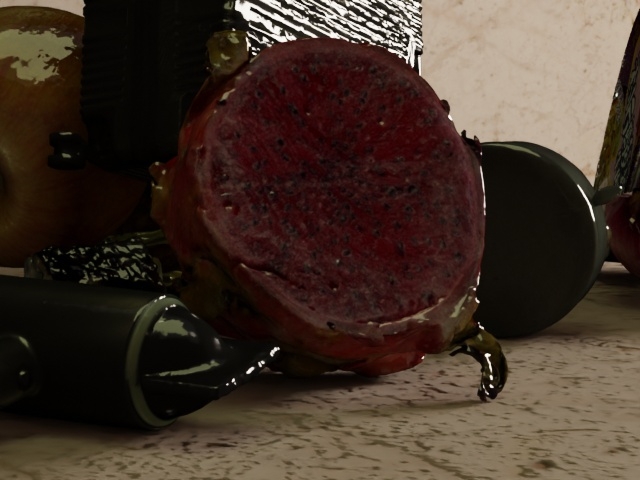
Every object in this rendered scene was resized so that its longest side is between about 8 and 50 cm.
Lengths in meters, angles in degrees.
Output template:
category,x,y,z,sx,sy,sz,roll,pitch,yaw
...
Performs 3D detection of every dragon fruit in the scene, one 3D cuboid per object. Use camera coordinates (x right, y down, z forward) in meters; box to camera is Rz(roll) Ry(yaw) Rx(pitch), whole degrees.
category,x,y,z,sx,sy,sz,roll,pitch,yaw
dragon fruit,0.000,0.000,0.908,0.211,0.282,0.147,-38,-1,-26

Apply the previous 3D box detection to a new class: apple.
category,x,y,z,sx,sy,sz,roll,pitch,yaw
apple,-0.238,-0.085,1.149,0.211,0.211,0.188,2,27,16

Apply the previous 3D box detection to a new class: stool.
category,x,y,z,sx,sy,sz,roll,pitch,yaw
stool,0.133,-0.005,1.153,0.228,0.153,0.139,2,5,19

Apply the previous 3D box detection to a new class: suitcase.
category,x,y,z,sx,sy,sz,roll,pitch,yaw
suitcase,-0.051,-0.143,1.127,0.152,0.230,0.335,-4,-11,30

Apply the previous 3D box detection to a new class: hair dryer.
category,x,y,z,sx,sy,sz,roll,pitch,yaw
hair dryer,-0.160,0.081,0.693,0.195,0.078,0.248,4,15,26

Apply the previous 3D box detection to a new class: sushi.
category,x,y,z,sx,sy,sz,roll,pitch,yaw
sushi,-0.144,0.052,0.898,0.084,0.098,0.094,-6,26,-29

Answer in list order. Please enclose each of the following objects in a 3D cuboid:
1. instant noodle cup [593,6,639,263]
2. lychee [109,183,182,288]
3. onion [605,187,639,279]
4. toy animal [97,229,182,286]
category,x,y,z,sx,sy,sz,roll,pitch,yaw
instant noodle cup,0.460,-0.100,1.564,0.266,0.340,0.340,13,5,3
lychee,-0.123,-0.091,1.360,0.271,0.271,0.271,1,5,0
onion,0.418,0.001,1.325,0.283,0.120,0.227,-4,4,-16
toy animal,-0.186,0.038,1.187,0.136,0.073,0.181,-7,16,8
